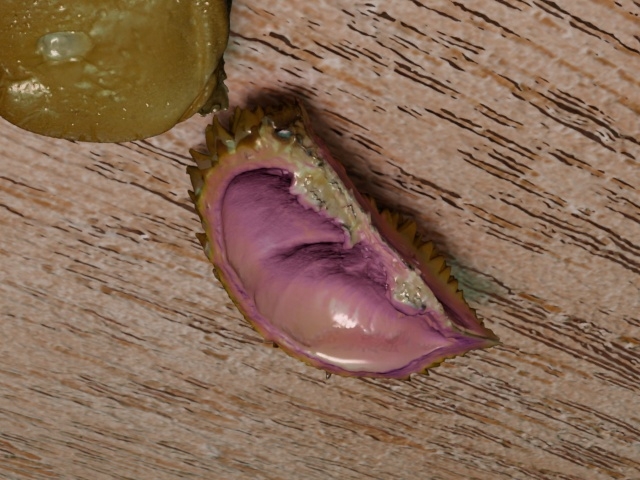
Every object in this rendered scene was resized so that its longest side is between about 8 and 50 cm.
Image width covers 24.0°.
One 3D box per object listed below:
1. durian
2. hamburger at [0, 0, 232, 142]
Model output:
[{"bbox_3d":[-0.001,0.000,1.320,0.191,0.112,0.341,-18,131,36],"label":"durian"},{"bbox_3d":[-0.158,-0.174,1.083,0.189,0.122,0.215,-10,137,2],"label":"hamburger"}]
